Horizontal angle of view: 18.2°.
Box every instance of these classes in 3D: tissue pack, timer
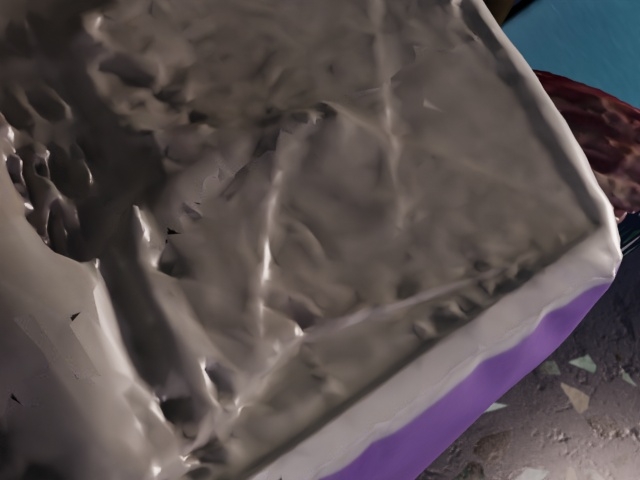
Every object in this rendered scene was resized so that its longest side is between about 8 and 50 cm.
[{"bbox_3d":[-0.105,0.062,0.510,0.242,0.160,0.338,-24,165,-31],"label":"tissue pack"},{"bbox_3d":[0.153,-0.102,1.067,0.232,0.091,0.250,-37,-178,-7],"label":"timer"}]

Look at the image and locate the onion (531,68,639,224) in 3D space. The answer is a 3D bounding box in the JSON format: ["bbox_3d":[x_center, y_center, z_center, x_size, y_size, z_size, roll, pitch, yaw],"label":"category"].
[{"bbox_3d":[0.000,0.000,0.852,0.250,0.111,0.247,-43,-162,-14],"label":"onion"}]

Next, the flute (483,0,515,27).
[{"bbox_3d":[0.072,-0.101,0.834,0.027,0.027,0.233,-34,170,-20],"label":"flute"}]
